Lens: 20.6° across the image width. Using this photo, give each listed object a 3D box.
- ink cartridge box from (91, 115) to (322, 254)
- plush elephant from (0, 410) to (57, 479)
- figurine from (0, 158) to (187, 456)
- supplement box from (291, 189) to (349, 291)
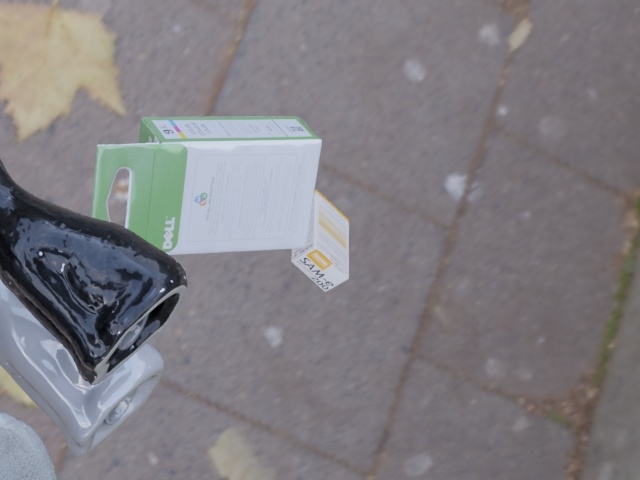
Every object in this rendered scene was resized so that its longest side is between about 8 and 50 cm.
[{"bbox_3d":[-0.110,-0.049,1.554,0.209,0.062,0.109,-3,117,-25],"label":"ink cartridge box"},{"bbox_3d":[-0.316,0.164,1.055,0.272,0.330,0.255,-37,111,-25],"label":"plush elephant"},{"bbox_3d":[-0.200,0.022,1.176,0.209,0.215,0.092,41,62,10],"label":"figurine"},{"bbox_3d":[0.000,0.000,1.971,0.062,0.036,0.098,43,30,-31],"label":"supplement box"}]
